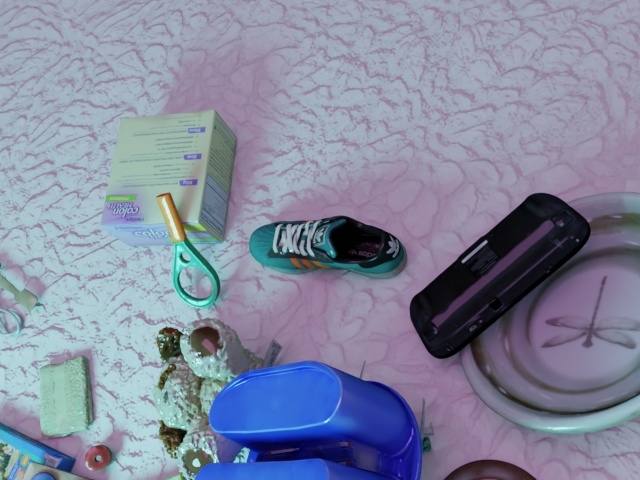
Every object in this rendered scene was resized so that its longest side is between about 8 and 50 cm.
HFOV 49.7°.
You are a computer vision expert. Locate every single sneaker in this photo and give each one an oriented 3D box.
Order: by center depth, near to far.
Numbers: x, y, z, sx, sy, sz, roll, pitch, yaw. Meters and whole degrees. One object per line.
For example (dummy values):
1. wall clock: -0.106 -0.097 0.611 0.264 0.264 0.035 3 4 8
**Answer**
1. sneaker: 0.000 0.000 1.241 0.302 0.121 0.108 3 70 19

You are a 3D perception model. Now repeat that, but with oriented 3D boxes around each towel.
1. towel: -0.492 0.301 1.331 0.110 0.027 0.148 -16 65 10

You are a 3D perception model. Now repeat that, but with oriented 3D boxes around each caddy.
1. caddy: -0.019 0.307 0.960 0.341 0.179 0.241 -18 51 42

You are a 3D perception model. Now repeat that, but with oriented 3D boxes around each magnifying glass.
1. magnifying glass: -0.252 0.022 1.282 0.092 0.026 0.231 -9 109 20

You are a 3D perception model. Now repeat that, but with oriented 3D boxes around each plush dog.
1. plush dog: -0.195 0.260 1.186 0.225 0.210 0.263 -2 85 36

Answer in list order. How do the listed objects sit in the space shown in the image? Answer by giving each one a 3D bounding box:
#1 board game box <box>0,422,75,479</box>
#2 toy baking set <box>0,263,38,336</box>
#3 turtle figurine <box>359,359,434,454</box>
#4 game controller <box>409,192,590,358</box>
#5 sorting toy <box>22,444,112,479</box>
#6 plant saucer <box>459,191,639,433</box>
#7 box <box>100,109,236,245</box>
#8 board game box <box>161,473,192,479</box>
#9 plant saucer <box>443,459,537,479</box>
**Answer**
1. board game box: -0.583 0.446 1.291 0.210 0.047 0.160 16 75 21
2. toy baking set: -0.714 0.145 1.465 0.256 0.030 0.197 -32 66 4
3. turtle figurine: 0.087 0.318 1.097 0.175 0.118 0.234 16 72 -20
4. game controller: 0.277 0.052 1.112 0.319 0.166 0.067 -42 107 10
5. sorting toy: -0.476 0.483 1.210 0.132 0.046 0.275 21 77 -8
6. plant saucer: 0.400 0.112 1.030 0.400 0.100 0.401 -31 36 26
7. box: -0.299 -0.122 1.386 0.213 0.117 0.243 -2 68 16
8. board game box: -0.304 0.477 1.194 0.181 0.043 0.092 -21 65 9
9. plant saucer: 0.258 0.432 1.038 0.198 0.036 0.199 -7 67 16
